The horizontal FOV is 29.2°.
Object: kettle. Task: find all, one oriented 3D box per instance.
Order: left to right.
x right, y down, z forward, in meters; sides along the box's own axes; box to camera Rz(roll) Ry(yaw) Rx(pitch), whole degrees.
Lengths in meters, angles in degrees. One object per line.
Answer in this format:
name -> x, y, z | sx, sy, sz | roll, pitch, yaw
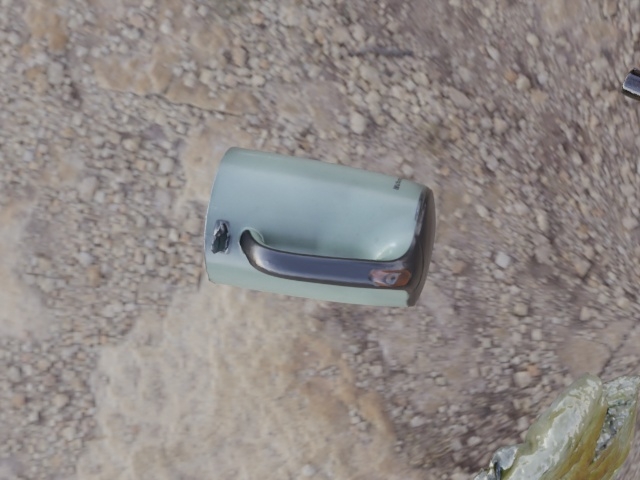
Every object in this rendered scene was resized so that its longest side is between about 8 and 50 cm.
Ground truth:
kettle -> 0.000, 0.000, 1.409 | 0.255, 0.240, 0.165 | 11, 109, 8

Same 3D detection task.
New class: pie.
pie -> 0.261, 0.279, 1.426 | 0.075, 0.337, 0.337 | 42, 98, 28

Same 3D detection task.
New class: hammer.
hammer -> 0.271, -0.104, 0.899 | 0.065, 0.178, 0.021 | 28, 108, 23
